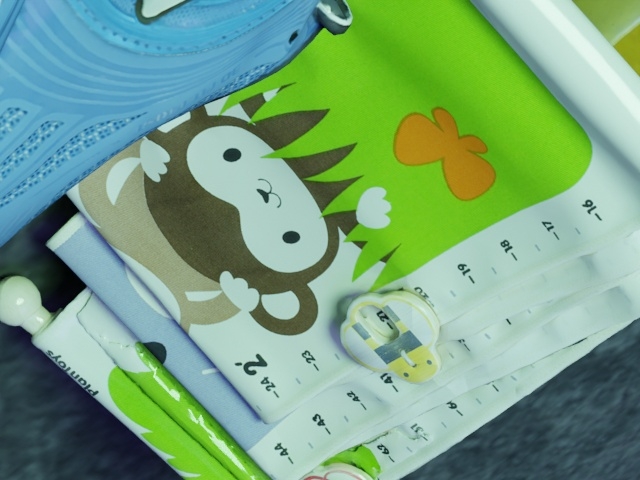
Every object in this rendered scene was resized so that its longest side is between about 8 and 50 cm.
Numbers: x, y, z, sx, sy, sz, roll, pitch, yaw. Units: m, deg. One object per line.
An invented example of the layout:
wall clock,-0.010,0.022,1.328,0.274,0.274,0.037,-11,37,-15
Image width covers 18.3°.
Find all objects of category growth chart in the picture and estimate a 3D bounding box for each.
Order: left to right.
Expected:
growth chart,0.000,0.000,0.548,0.237,0.172,0.021,-46,-173,42

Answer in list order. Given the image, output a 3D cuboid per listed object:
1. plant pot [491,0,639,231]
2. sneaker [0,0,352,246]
plant pot,0.086,-0.063,0.580,0.134,0.095,0.134,-22,145,-16
sneaker,-0.042,-0.110,0.412,0.330,0.130,0.147,-46,161,21
